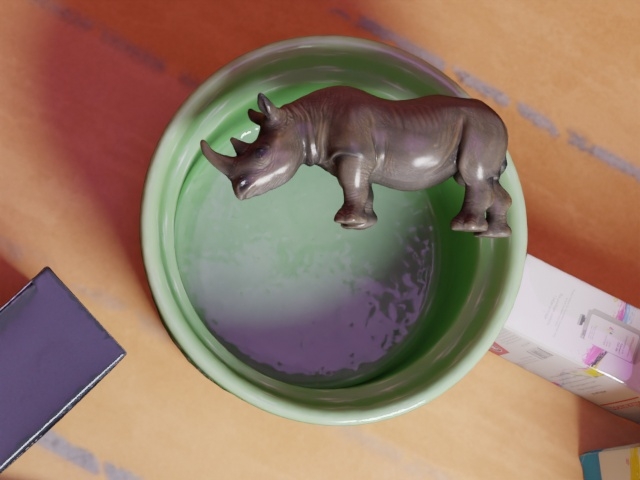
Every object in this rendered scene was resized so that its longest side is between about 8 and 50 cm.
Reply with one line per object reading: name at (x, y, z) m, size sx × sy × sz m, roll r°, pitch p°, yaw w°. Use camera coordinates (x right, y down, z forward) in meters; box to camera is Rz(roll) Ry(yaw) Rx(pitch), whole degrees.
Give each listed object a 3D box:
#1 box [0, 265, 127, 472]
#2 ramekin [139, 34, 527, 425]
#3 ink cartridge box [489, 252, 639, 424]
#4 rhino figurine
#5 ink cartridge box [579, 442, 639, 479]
box at (-0.239, 0.112, 1.448) m, size 0.156 × 0.158 × 0.093 m, roll -43°, pitch 91°, yaw -13°
ramekin at (0.000, 0.000, 1.514) m, size 0.303 × 0.148 × 0.303 m, roll 2°, pitch 81°, yaw -11°
ink cartridge box at (0.228, 0.088, 1.560) m, size 0.198 × 0.115 × 0.067 m, roll 27°, pitch 77°, yaw -7°
rhino figurine at (0.030, -0.063, 1.416) m, size 0.243 × 0.073 × 0.106 m, roll 4°, pitch 85°, yaw -9°
ink cartridge box at (0.333, 0.233, 1.497) m, size 0.171 × 0.232 × 0.168 m, roll -7°, pitch 82°, yaw -11°
